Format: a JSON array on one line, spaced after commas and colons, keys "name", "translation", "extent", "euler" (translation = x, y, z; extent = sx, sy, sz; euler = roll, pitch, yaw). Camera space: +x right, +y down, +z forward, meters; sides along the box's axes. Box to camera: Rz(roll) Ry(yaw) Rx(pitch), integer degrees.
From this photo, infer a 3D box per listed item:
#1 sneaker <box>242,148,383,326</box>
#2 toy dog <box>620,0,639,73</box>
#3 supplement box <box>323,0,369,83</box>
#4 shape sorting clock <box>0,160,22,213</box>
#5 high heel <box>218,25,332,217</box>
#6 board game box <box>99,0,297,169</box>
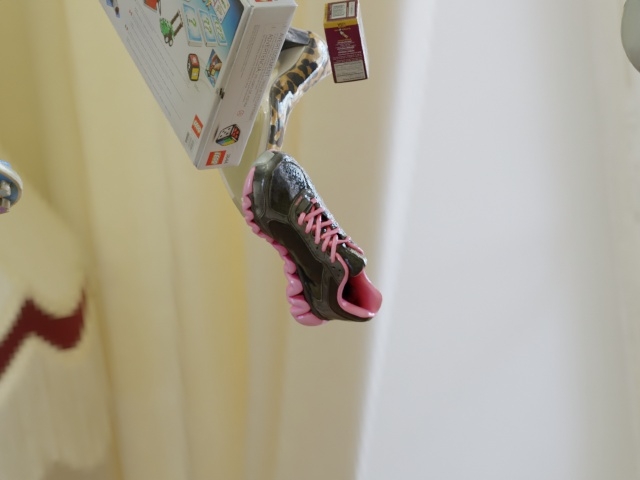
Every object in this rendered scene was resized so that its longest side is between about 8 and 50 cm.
[{"name": "sneaker", "translation": [0.000, 0.000, 1.024], "extent": [0.057, 0.119, 0.047], "euler": [11, 49, 41]}, {"name": "toy dog", "translation": [0.330, -0.166, 1.175], "extent": [0.333, 0.220, 0.161], "euler": [17, 38, -40]}, {"name": "supplement box", "translation": [0.031, -0.237, 2.243], "extent": [0.043, 0.083, 0.055], "euler": [-7, 33, 6]}, {"name": "shape sorting clock", "translation": [-0.339, -0.041, 1.491], "extent": [0.206, 0.040, 0.206], "euler": [-3, -13, -1]}, {"name": "high heel", "translation": [-0.039, -0.139, 2.263], "extent": [0.093, 0.261, 0.186], "euler": [-10, -17, 36]}, {"name": "board game box", "translation": [-0.133, -0.240, 1.787], "extent": [0.053, 0.193, 0.305], "euler": [-6, 48, -31]}]
